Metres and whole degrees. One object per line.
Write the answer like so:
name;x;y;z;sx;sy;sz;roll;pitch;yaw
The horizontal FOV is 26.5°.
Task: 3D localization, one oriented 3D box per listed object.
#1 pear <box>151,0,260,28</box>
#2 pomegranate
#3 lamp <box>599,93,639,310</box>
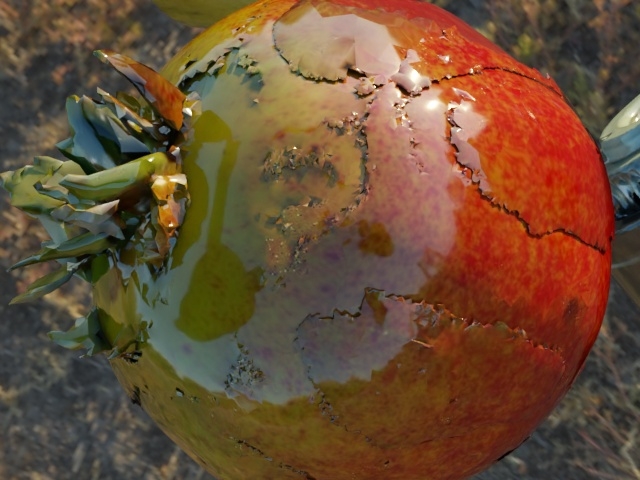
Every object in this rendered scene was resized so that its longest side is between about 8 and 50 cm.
pear;-0.011;-0.311;0.887;0.191;0.340;0.386;-1;23;20
pomegranate;0.000;0.000;0.530;0.210;0.235;0.210;-39;44;51
lamp;0.307;-0.001;0.884;0.205;0.374;0.272;-37;77;33
